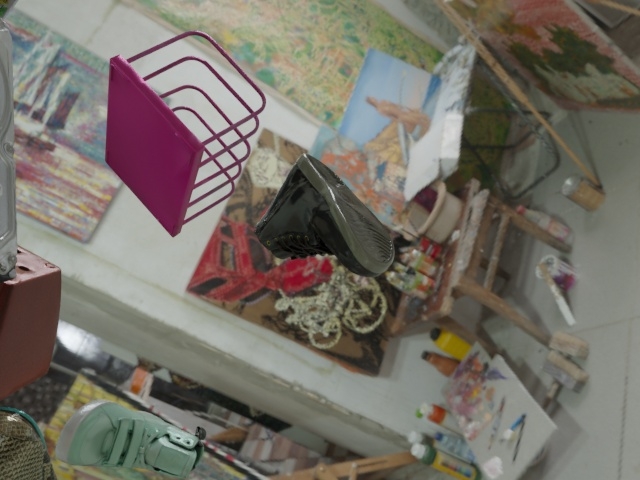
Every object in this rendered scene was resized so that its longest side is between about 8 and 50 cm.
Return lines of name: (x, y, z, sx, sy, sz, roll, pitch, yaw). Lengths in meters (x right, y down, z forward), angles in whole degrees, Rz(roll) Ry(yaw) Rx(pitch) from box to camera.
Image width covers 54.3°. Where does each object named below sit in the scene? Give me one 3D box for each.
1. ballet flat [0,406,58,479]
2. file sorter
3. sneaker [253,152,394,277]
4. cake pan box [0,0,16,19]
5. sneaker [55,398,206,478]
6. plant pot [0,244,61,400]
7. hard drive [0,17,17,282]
ballet flat: (-0.541, 0.508, 1.152, 0.182, 0.164, 0.483, -74, -17, -46)
file sorter: (-0.237, -0.186, 1.095, 0.182, 0.202, 0.290, -38, -8, -32)
sneaker: (0.000, 0.000, 0.716, 0.118, 0.083, 0.222, -53, 34, 16)
cake pan box: (-0.567, -0.450, 0.938, 0.267, 0.246, 0.070, -46, 29, 10)
sneaker: (-0.273, 0.311, 0.955, 0.256, 0.151, 0.094, 39, -113, -68)
plant pot: (-0.646, 0.125, 1.162, 0.236, 0.267, 0.267, -63, -3, 8)
hard drive: (-0.413, -0.137, 0.623, 0.064, 0.237, 0.339, -15, 70, 14)
